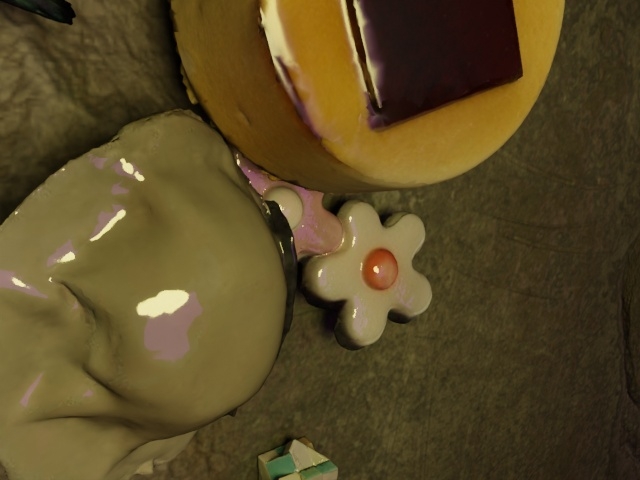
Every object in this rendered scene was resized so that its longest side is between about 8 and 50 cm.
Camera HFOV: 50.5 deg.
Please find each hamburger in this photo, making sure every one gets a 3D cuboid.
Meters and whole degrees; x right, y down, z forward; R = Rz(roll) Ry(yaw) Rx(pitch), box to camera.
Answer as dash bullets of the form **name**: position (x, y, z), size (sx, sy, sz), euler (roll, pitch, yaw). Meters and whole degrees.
- **hamburger**: position (0.034, -0.170, 0.501), size (0.301, 0.170, 0.302), euler (-7, 105, -27)

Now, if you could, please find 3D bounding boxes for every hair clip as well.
- **hair clip**: position (0.003, 0.002, 0.619), size (0.257, 0.075, 0.146), euler (36, 86, -36)

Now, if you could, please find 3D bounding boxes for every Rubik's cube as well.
- **Rubik's cube**: position (-0.022, 0.250, 0.696), size (0.075, 0.073, 0.084), euler (-27, 124, -26)

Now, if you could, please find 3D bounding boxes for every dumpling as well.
- **dumpling**: position (-0.109, 0.061, 0.466), size (0.163, 0.204, 0.293), euler (14, 110, 7)

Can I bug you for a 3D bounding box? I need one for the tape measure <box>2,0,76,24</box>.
- **tape measure**: position (-0.319, -0.103, 0.309), size (0.351, 0.098, 0.215), euler (16, 111, -42)
